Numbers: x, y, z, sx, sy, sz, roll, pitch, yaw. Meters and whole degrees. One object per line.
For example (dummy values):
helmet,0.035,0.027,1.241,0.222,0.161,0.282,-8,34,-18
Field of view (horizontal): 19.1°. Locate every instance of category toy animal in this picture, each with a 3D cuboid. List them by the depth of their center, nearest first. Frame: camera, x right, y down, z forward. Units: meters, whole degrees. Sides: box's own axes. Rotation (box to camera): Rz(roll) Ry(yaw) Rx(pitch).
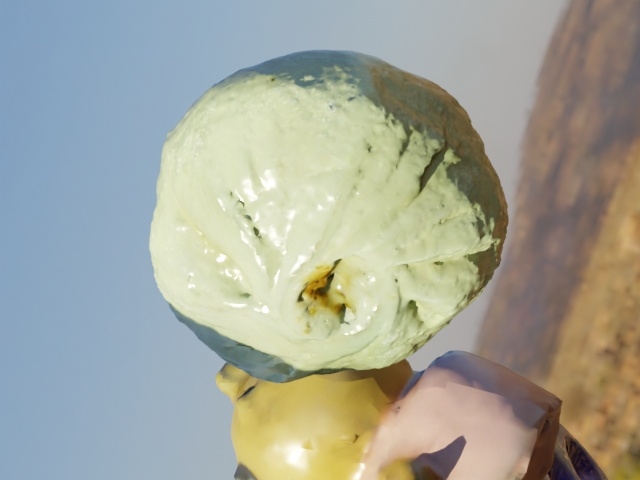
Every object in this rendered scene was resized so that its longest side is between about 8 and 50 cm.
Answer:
toy animal,0.050,0.148,1.341,0.195,0.281,0.169,14,-90,-71

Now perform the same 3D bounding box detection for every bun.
bun,0.000,0.000,1.002,0.118,0.195,0.195,-90,11,-47

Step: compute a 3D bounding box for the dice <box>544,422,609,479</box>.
dice,0.152,0.358,1.899,0.304,0.304,0.277,-34,-8,22
